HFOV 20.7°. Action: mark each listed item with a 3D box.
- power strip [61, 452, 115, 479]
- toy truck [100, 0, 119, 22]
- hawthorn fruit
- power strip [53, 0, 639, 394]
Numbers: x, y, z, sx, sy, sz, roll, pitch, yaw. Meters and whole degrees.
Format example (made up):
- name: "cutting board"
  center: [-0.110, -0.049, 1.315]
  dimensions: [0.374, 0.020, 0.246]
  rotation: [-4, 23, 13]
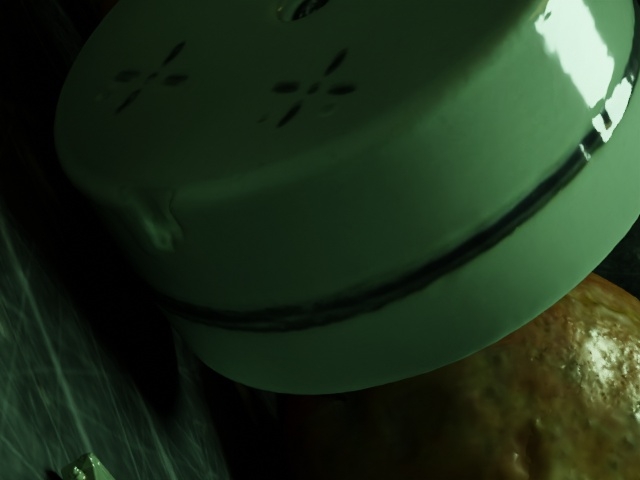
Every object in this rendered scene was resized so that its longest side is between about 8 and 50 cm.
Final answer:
- name: "power strip"
  center: [-0.083, 0.115, 0.718]
  dimensions: [0.083, 0.017, 0.027]
  rotation: [59, 6, -43]
- name: "toy truck"
  center: [-0.038, -0.128, 1.370]
  dimensions: [0.288, 0.211, 0.204]
  rotation: [48, 17, -59]
- name: "hawthorn fruit"
  center: [0.090, 0.128, 1.126]
  dimensions: [0.298, 0.277, 0.277]
  rotation: [33, 22, -34]
- name: "power strip"
  center: [0.032, -0.089, 1.025]
  dimensions: [0.161, 0.357, 0.357]
  rotation: [58, 7, -34]
